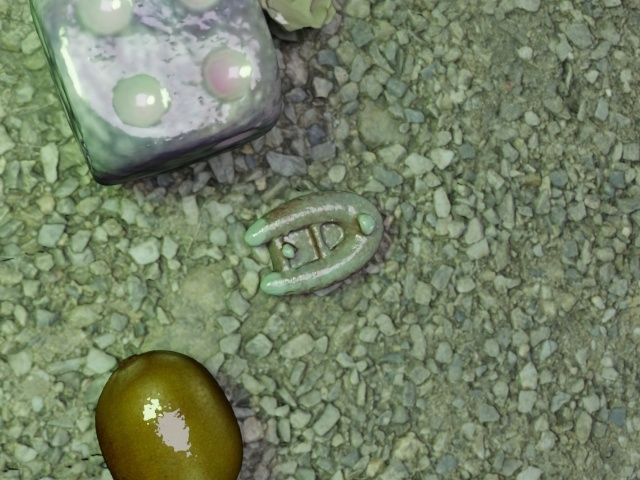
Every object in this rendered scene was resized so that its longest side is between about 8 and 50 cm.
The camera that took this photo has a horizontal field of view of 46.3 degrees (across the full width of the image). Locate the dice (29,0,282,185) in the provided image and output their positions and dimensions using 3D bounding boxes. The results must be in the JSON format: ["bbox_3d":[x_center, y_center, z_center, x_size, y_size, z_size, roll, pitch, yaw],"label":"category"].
[{"bbox_3d":[-0.224,-0.237,1.030,0.271,0.270,0.270,-21,94,-17],"label":"dice"}]

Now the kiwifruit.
[{"bbox_3d":[-0.215,0.266,1.056,0.196,0.196,0.234,-29,90,-17],"label":"kiwifruit"}]

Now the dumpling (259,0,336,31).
[{"bbox_3d":[-0.038,-0.447,1.176,0.193,0.147,0.258,-4,83,-49],"label":"dumpling"}]

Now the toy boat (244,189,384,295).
[{"bbox_3d":[0.000,0.000,1.190,0.227,0.085,0.155,-19,93,-17],"label":"toy boat"}]
